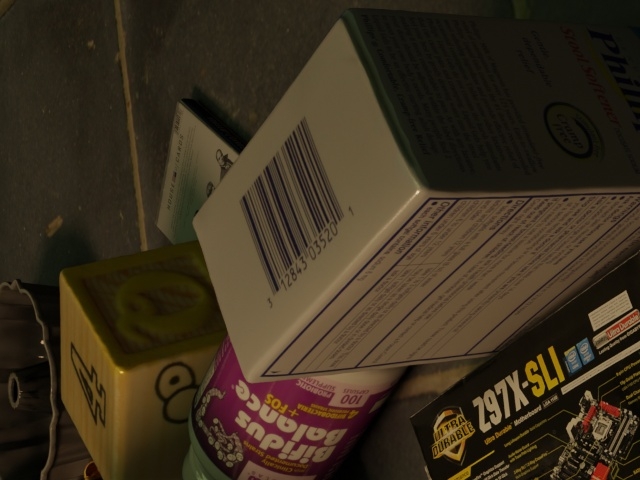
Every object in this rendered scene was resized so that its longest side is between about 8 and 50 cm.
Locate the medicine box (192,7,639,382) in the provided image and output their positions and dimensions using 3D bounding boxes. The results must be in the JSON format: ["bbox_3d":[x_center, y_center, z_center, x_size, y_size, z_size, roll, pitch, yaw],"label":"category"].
[{"bbox_3d":[0.096,-0.027,0.937,0.263,0.289,0.149,-49,54,46],"label":"medicine box"}]

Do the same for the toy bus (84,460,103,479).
[{"bbox_3d":[-0.233,0.387,1.619,0.211,0.149,0.220,138,122,-65],"label":"toy bus"}]

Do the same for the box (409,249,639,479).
[{"bbox_3d":[0.214,0.191,0.961,0.322,0.079,0.257,-47,51,48],"label":"box"}]

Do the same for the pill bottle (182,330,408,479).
[{"bbox_3d":[-0.034,0.158,1.259,0.169,0.169,0.301,62,139,35],"label":"pill bottle"}]

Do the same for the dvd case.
[{"bbox_3d":[-0.130,-0.047,1.531,0.239,0.029,0.179,44,127,48],"label":"dvd case"}]

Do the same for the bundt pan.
[{"bbox_3d":[-0.401,0.219,1.877,0.331,0.124,0.331,4,94,56],"label":"bundt pan"}]

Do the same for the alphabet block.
[{"bbox_3d":[-0.182,0.143,1.439,0.193,0.192,0.197,47,140,42],"label":"alphabet block"}]
